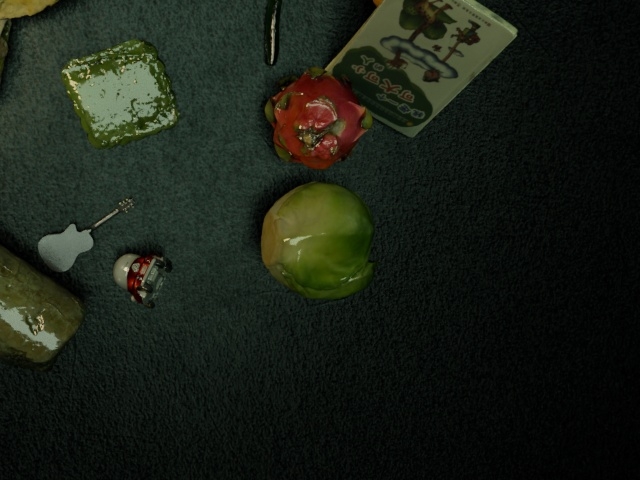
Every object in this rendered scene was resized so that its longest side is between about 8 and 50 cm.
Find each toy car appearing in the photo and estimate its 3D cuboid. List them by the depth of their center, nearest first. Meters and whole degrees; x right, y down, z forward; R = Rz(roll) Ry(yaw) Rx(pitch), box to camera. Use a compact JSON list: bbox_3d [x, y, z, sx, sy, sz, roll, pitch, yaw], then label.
[{"bbox_3d":[-0.396,0.073,1.755,0.112,0.139,0.112,22,71,4],"label":"toy car"}]

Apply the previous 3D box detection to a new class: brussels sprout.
[{"bbox_3d":[0.001,0.002,1.780,0.294,0.227,0.259,5,93,-38],"label":"brussels sprout"}]

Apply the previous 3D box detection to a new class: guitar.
[{"bbox_3d":[-0.504,-0.021,1.761,0.233,0.025,0.088,-34,104,-4],"label":"guitar"}]

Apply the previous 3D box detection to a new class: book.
[{"bbox_3d":[0.195,-0.386,1.702,0.260,0.371,0.043,29,51,-14],"label":"book"}]

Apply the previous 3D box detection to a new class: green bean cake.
[{"bbox_3d":[-0.413,-0.304,1.683,0.214,0.113,0.200,-23,104,-8],"label":"green bean cake"}]

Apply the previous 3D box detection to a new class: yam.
[{"bbox_3d":[-0.644,0.135,1.676,0.300,0.195,0.195,41,90,-15],"label":"yam"}]

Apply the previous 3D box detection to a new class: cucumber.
[{"bbox_3d":[-0.103,-0.471,1.761,0.036,0.033,0.184,7,99,12],"label":"cucumber"}]

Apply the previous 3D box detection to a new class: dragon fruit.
[{"bbox_3d":[-0.010,-0.258,1.728,0.224,0.227,0.224,0,93,-8],"label":"dragon fruit"}]

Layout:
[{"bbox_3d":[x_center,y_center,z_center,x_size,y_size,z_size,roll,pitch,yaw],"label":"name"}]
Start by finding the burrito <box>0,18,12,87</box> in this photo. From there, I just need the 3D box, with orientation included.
[{"bbox_3d":[-0.791,-0.383,1.581,0.332,0.135,0.190,8,106,-10],"label":"burrito"}]

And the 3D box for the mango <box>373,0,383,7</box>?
[{"bbox_3d":[0.236,-0.498,1.743,0.257,0.187,0.138,22,93,-32],"label":"mango"}]

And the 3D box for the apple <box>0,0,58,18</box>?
[{"bbox_3d":[-0.622,-0.581,1.521,0.309,0.252,0.314,-22,98,6],"label":"apple"}]
